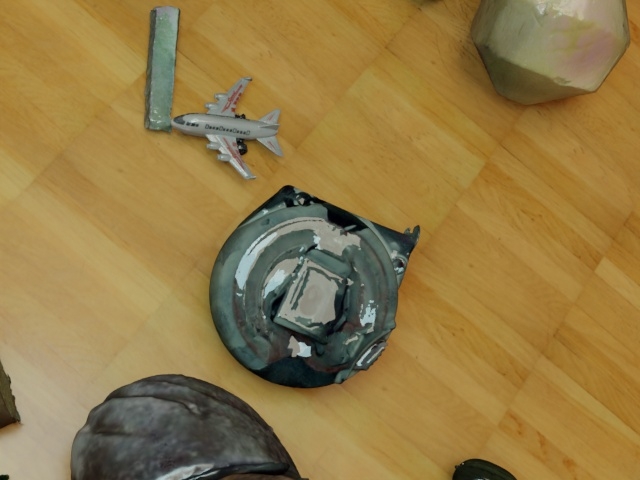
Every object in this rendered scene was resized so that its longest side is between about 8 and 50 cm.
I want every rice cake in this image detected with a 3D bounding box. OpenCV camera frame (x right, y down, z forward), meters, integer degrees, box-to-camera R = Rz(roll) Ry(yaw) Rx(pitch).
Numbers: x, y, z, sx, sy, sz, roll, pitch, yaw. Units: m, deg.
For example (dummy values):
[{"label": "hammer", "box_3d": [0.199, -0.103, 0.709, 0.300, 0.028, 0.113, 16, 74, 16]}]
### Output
[{"label": "rice cake", "box_3d": [-0.239, -0.258, 1.413, 0.043, 0.034, 0.211, 9, 70, -23]}]

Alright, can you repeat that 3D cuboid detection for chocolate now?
[{"label": "chocolate", "box_3d": [-0.179, 0.277, 1.151, 0.303, 0.303, 0.213, -12, 51, -20]}]

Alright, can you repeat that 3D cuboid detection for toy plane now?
[{"label": "toy plane", "box_3d": [-0.138, -0.167, 1.398, 0.171, 0.065, 0.162, 0, 74, -15]}]

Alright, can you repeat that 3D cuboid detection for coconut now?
[{"label": "coconut", "box_3d": [0.363, -0.335, 1.521, 0.259, 0.259, 0.259, 5, 72, -16]}]

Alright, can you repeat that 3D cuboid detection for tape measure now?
[{"label": "tape measure", "box_3d": [-0.019, 0.064, 1.285, 0.256, 0.147, 0.275, 22, 86, -10]}]

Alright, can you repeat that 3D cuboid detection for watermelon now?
[{"label": "watermelon", "box_3d": [0.236, 0.353, 1.341, 0.111, 0.078, 0.078, 27, 67, -2]}]

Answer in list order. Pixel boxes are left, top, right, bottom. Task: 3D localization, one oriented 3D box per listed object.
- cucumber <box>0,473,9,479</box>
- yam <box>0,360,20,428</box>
[{"label": "cucumber", "box_3d": [-0.498, 0.375, 1.114, 0.300, 0.072, 0.072, -40, 88, -24]}, {"label": "yam", "box_3d": [-0.496, 0.199, 1.141, 0.238, 0.128, 0.129, -18, 41, -22]}]
